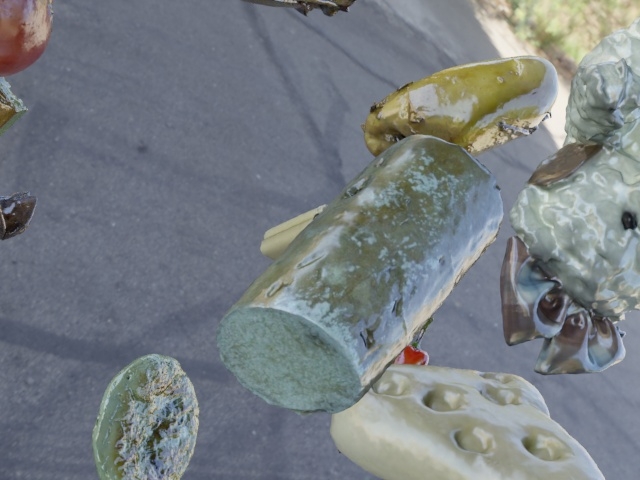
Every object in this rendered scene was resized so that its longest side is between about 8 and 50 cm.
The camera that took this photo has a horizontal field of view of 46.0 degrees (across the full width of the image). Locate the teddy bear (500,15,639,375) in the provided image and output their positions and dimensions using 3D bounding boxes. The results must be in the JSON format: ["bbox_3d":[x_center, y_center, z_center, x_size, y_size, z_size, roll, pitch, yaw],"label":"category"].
[{"bbox_3d":[0.378,-0.070,0.780,0.327,0.375,0.362,39,46,-29],"label":"teddy bear"}]

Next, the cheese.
[{"bbox_3d":[0.185,0.293,1.027,0.329,0.129,0.351,7,21,-11],"label":"cheese"}]

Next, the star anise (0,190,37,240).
[{"bbox_3d":[-0.640,-0.025,1.385,0.229,0.236,0.093,-26,99,-33],"label":"star anise"}]

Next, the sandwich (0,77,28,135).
[{"bbox_3d":[-0.615,-0.214,1.319,0.063,0.212,0.244,-52,140,-66],"label":"sandwich"}]

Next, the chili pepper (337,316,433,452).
[{"bbox_3d":[0.111,0.239,1.209,0.063,0.272,0.071,33,3,10],"label":"chili pepper"}]

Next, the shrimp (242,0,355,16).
[{"bbox_3d":[-0.031,-0.279,0.762,0.144,0.052,0.251,-34,49,-22],"label":"shrimp"}]

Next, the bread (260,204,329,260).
[{"bbox_3d":[0.000,0.000,1.219,0.140,0.178,0.060,16,69,-31],"label":"bread"}]

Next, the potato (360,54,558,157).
[{"bbox_3d":[0.212,-0.191,1.140,0.173,0.301,0.140,35,39,-86],"label":"potato"}]

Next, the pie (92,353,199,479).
[{"bbox_3d":[-0.271,0.301,1.203,0.241,0.054,0.240,-1,91,-62],"label":"pie"}]

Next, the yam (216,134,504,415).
[{"bbox_3d":[0.028,0.024,0.493,0.107,0.107,0.194,47,59,-3],"label":"yam"}]

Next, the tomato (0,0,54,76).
[{"bbox_3d":[-0.320,-0.273,0.781,0.085,0.225,0.224,2,45,-13],"label":"tomato"}]
